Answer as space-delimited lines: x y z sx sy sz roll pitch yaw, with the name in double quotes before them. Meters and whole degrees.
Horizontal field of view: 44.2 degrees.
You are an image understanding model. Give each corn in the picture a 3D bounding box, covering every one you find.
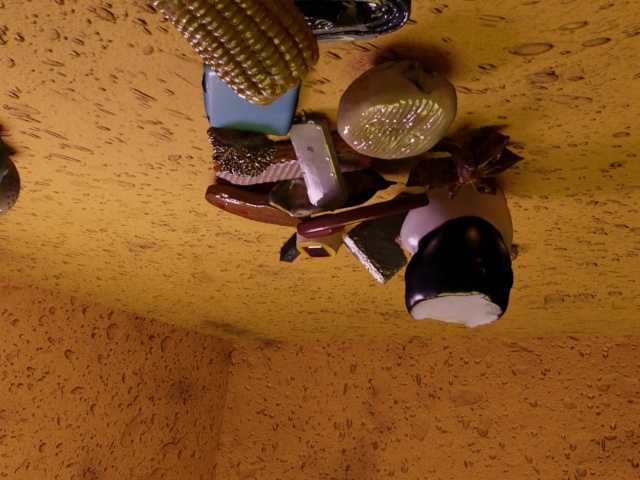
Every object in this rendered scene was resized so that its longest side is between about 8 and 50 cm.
"corn" -0.143 -0.304 0.896 0.344 0.131 0.131 45 148 -21

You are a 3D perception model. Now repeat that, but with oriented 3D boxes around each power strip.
"power strip" -0.004 -0.156 1.541 0.079 0.029 0.227 4 129 30

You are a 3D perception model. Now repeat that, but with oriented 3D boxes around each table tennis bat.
"table tennis bat" 0.063 -0.046 1.664 0.268 0.051 0.414 -14 -179 -25

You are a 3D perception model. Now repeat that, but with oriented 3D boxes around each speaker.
"speaker" -0.081 0.024 2.329 0.040 0.046 0.191 9 164 -13

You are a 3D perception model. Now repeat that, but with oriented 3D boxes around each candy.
"candy" 0.034 -0.113 1.720 0.271 0.101 0.143 -4 -168 21

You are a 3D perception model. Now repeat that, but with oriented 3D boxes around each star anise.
"star anise" 0.283 -0.145 1.514 0.212 0.111 0.196 2 171 -14

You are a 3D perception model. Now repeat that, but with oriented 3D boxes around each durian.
"durian" -0.149 -0.171 1.547 0.148 0.091 0.188 15 -157 15

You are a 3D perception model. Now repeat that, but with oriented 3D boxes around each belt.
"belt" 0.004 -0.314 1.009 0.230 0.126 0.139 -1 161 19

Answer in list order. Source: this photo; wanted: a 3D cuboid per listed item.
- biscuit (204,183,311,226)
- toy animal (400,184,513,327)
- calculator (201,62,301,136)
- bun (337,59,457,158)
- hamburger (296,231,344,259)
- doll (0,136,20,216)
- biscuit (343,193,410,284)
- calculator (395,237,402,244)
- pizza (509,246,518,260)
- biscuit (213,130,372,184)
"biscuit" -0.153 -0.076 1.915 0.257 0.049 0.273 12 175 17
"toy animal" 0.301 0.011 1.682 0.250 0.310 0.251 4 154 2
"calculator" -0.124 -0.255 1.385 0.172 0.051 0.293 9 164 -5
"bun" 0.126 -0.225 1.278 0.178 0.128 0.193 14 151 -25
"hamburger" 0.000 0.000 2.160 0.141 0.082 0.126 33 149 -33
"doll" -0.771 -0.147 1.777 0.161 0.177 0.261 9 159 -8
"biscuit" 0.185 -0.020 1.826 0.250 0.147 0.046 -36 172 -24
"calculator" 0.270 -0.018 2.029 0.194 0.043 0.294 -10 151 42
"pizza" 0.408 0.026 2.177 0.262 0.034 0.181 14 162 -23
"biscuit" -0.056 -0.168 1.649 0.378 0.054 0.094 -5 161 32
